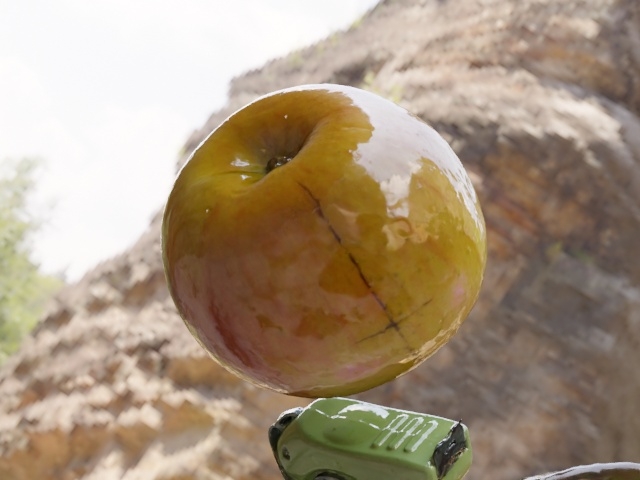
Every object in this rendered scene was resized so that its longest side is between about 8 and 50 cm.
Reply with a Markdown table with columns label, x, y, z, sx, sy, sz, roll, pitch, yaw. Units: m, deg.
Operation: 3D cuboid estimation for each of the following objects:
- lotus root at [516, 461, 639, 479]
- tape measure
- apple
| label | x | y | z | sx | sy | sz | roll | pitch | yaw |
| --- | --- | --- | --- | --- | --- | --- | --- | --- | --- |
| lotus root | 0.149 | 0.305 | 0.767 | 0.390 | 0.375 | 0.111 | 55 | -20 | 1 |
| tape measure | 0.044 | 0.229 | 1.412 | 0.200 | 0.106 | 0.175 | 9 | -56 | 33 |
| apple | 0.000 | 0.000 | 1.323 | 0.286 | 0.286 | 0.233 | 14 | -31 | 49 |
